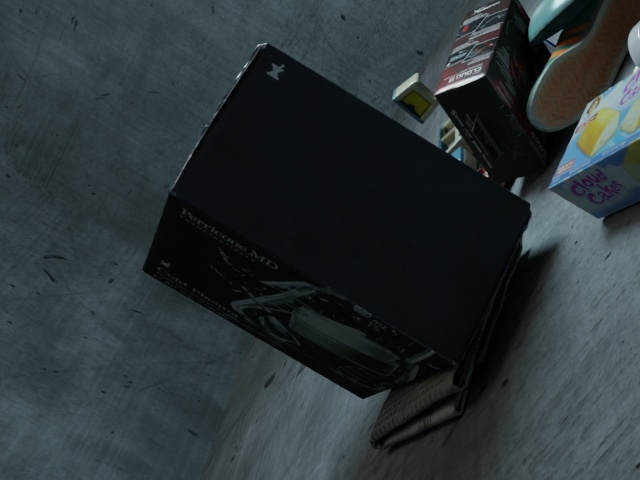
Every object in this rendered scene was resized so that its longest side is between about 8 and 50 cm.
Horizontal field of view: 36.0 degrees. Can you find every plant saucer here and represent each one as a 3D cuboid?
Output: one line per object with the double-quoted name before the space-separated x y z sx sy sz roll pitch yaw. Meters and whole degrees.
"plant saucer" 0.476 -0.447 1.673 0.317 0.044 0.317 -36 -4 -3

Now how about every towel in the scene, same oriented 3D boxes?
"towel" 0.209 0.171 1.591 0.312 0.056 0.324 -61 4 -32

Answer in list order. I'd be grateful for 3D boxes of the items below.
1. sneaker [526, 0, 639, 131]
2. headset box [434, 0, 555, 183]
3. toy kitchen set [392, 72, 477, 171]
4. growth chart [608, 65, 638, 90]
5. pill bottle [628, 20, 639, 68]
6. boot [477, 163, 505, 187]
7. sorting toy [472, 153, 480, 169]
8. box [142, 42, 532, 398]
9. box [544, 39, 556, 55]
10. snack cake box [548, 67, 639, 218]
"sneaker" 0.439 -0.300 1.657 0.302 0.108 0.121 -53 5 -8
"headset box" 0.322 -0.260 1.739 0.110 0.218 0.293 -18 35 37
"toy kitchen set" 0.198 -0.193 1.889 0.122 0.166 0.207 -44 20 31
"growth chart" 0.473 -0.225 1.435 0.172 0.021 0.237 -63 8 -29
"pill bottle" 0.483 -0.285 1.212 0.119 0.119 0.208 -64 8 -30
"boot" 0.305 -0.089 1.794 0.176 0.088 0.244 -58 4 5
"sorting toy" 0.306 -0.131 2.014 0.365 0.127 0.126 -50 41 41
"box" 0.000 0.000 1.606 0.297 0.480 0.472 -61 5 -22
"box" 0.425 -0.348 2.046 0.126 0.072 0.137 -53 9 37
"snack cake box" 0.411 -0.139 1.235 0.152 0.089 0.264 -63 8 -20
